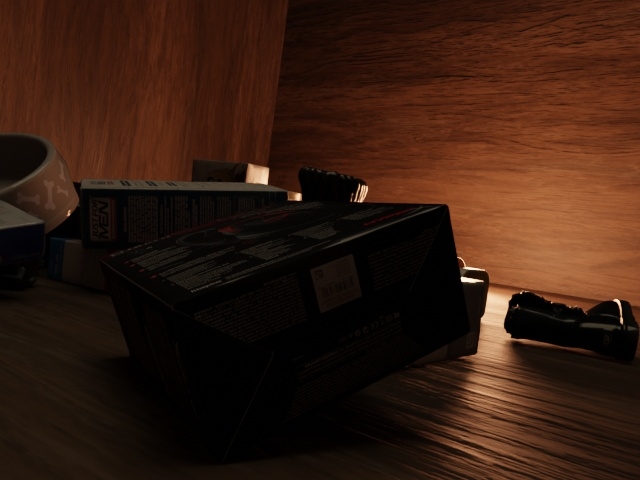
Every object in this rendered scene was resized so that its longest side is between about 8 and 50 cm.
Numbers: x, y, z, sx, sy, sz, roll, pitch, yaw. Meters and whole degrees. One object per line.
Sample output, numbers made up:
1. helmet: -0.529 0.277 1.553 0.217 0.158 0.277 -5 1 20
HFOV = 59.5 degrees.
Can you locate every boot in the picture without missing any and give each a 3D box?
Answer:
1. boot: 0.450 0.142 1.028 0.207 0.094 0.246 12 8 21
2. boot: 0.004 0.001 1.071 0.131 0.260 0.348 8 0 -3

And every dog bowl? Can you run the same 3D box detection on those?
1. dog bowl: -0.647 -0.096 1.059 0.349 0.102 0.348 -2 35 2

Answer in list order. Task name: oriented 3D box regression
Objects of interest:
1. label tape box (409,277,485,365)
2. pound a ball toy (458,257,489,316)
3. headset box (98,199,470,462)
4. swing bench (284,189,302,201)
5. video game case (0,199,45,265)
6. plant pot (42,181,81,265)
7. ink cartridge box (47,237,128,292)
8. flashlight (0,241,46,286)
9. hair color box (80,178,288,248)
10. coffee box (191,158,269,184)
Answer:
1. label tape box: 0.021 0.083 0.737 0.249 0.115 0.348 8 -1 43
2. pound a ball toy: 0.218 0.090 1.227 0.319 0.135 0.208 7 0 44
3. headset box: -0.056 0.042 0.496 0.218 0.110 0.293 -20 14 -28
4. swing bench: -0.192 -0.028 1.639 0.255 0.253 0.165 7 1 4
5. video game case: -0.556 -0.016 0.732 0.244 0.061 0.270 22 21 30
6. plant pot: -0.519 -0.020 1.233 0.167 0.188 0.187 22 9 36
7. ink cartridge box: -0.360 0.046 1.006 0.231 0.078 0.134 8 2 31
8. flashlight: -0.598 0.007 0.879 0.304 0.103 0.103 6 -2 -4
9. hair color box: -0.250 -0.052 1.023 0.347 0.105 0.174 -1 10 -23
10. coffee box: -0.248 -0.056 1.470 0.168 0.297 0.119 9 5 23
